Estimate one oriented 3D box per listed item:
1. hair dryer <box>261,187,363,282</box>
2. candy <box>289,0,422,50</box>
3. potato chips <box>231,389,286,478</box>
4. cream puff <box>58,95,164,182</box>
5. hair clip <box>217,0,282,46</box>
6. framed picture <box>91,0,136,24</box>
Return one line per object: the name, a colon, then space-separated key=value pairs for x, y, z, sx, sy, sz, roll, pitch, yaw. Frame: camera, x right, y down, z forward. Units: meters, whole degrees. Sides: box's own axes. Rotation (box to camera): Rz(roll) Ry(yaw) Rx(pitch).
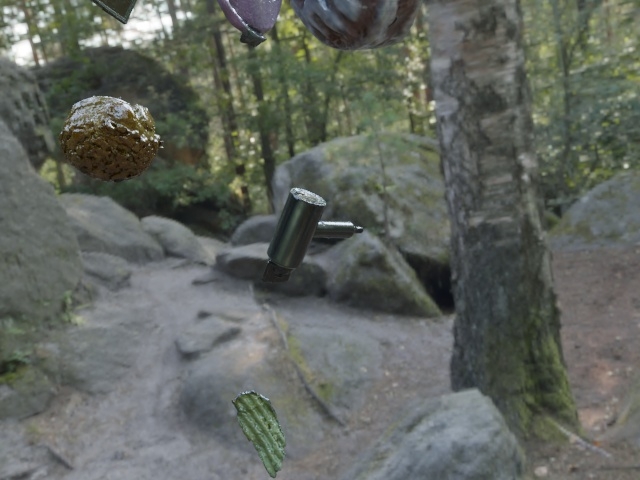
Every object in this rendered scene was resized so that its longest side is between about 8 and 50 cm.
hair dryer: x=0.000 y=0.000 z=1.639 sx=0.248 sy=0.196 sz=0.078 roll=1 pitch=28 yaw=-47
candy: x=0.043 y=-0.421 z=1.209 sx=0.157 sy=0.289 sz=0.214 roll=-16 pitch=-30 yaw=-36
potato chips: x=-0.128 y=0.439 z=1.826 sx=0.092 sy=0.207 sz=0.028 roll=-28 pitch=-4 yaw=-22
cream puff: x=-0.334 y=-0.155 z=1.270 sx=0.165 sy=0.115 sz=0.150 roll=-6 pitch=-27 yaw=-30
hair clip: x=-0.093 y=-0.387 z=0.907 sx=0.095 sy=0.359 sz=0.110 roll=-11 pitch=-12 yaw=-4
framed picture: x=-0.315 y=-0.394 z=1.120 sx=0.011 sy=0.109 sz=0.149 roll=4 pitch=-22 yaw=47
